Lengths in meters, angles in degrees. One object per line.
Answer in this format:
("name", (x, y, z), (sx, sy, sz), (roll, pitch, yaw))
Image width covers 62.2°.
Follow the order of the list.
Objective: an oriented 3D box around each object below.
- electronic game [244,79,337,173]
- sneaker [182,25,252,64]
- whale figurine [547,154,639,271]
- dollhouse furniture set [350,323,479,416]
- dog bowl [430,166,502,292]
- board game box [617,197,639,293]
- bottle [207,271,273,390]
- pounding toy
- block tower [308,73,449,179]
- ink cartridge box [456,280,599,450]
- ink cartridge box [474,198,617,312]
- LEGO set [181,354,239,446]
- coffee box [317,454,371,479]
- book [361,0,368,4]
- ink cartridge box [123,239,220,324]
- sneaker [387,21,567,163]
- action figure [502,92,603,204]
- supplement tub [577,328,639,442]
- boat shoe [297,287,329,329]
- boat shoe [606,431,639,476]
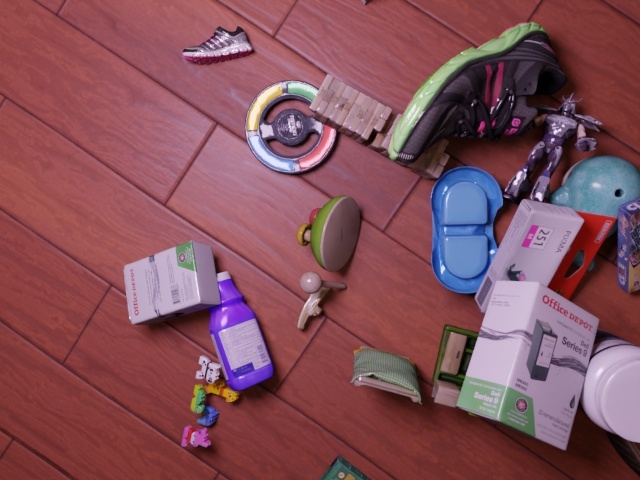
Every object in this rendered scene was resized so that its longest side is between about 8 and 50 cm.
("electronic game", (-0.072, -0.277, 1.301), (0.230, 0.048, 0.229), (0, 92, 3))
("sneaker", (-0.255, -0.481, 1.296), (0.171, 0.063, 0.074), (-10, 92, -1))
("whale figurine", (0.635, -0.062, 1.222), (0.216, 0.141, 0.271), (22, 96, 2))
("dollhouse furniture set", (0.233, 0.272, 1.233), (0.302, 0.197, 0.151), (14, 95, 2))
("dog bowl", (0.344, -0.026, 1.275), (0.166, 0.074, 0.297), (-1, 93, 4))
("board game box", (0.761, -0.003, 1.199), (0.165, 0.042, 0.243), (-21, 126, 2))
("bottle", (-0.210, 0.218, 1.300), (0.118, 0.092, 0.282), (-18, 83, -29))
("pounding toy", (0.000, 0.000, 1.268), (0.110, 0.183, 0.236), (16, 98, 28))
("block tower", (0.139, -0.261, 1.248), (0.336, 0.097, 0.090), (28, 89, -7))
("ink cartridge box", (0.435, 0.251, 1.105), (0.211, 0.122, 0.289), (28, 75, -23))
("ink cartridge box", (0.509, 0.057, 1.188), (0.239, 0.060, 0.275), (9, 120, -11))
("LEGO set", (-0.262, 0.403, 1.322), (0.093, 0.087, 0.227), (13, 94, 18))
("coffee box", (0.084, 0.644, 1.338), (0.184, 0.040, 0.113), (37, 95, 2))
("book", (0.152, -0.629, 1.247), (0.144, 0.096, 0.035), (-44, 90, 3))
("ink cartridge box", (-0.357, 0.106, 1.273), (0.209, 0.087, 0.152), (-18, 74, 21))
("sneaker", (0.353, -0.300, 1.146), (0.483, 0.185, 0.202), (-34, 82, -14))
("action figure", (0.529, -0.209, 1.227), (0.185, 0.099, 0.284), (26, 93, 37))
("supplement tub", (0.643, 0.310, 1.172), (0.191, 0.272, 0.191), (0, 93, 3))
("boat shoe", (-0.016, 0.164, 1.317), (0.045, 0.050, 0.135), (25, 94, 7))
("boat shoe", (0.798, 0.525, 1.264), (0.104, 0.111, 0.307), (-36, 100, 1))
